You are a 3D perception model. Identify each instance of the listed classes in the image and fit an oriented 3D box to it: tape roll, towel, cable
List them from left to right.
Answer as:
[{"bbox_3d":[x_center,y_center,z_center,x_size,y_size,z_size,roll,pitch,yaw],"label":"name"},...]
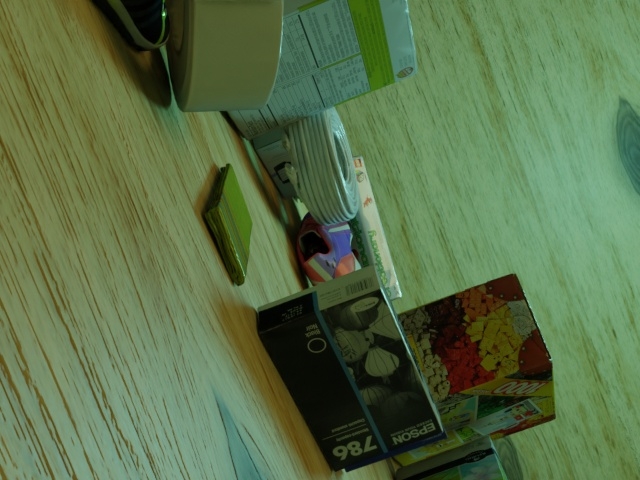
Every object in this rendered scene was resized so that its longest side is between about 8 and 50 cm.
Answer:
[{"bbox_3d":[-0.124,-0.294,1.059,0.286,0.100,0.286,176,-90,-74],"label":"tape roll"},{"bbox_3d":[-0.115,-0.027,1.161,0.237,0.021,0.102,-96,169,-72],"label":"towel"},{"bbox_3d":[0.004,-0.157,1.671,0.257,0.089,0.257,64,17,-46],"label":"cable"}]

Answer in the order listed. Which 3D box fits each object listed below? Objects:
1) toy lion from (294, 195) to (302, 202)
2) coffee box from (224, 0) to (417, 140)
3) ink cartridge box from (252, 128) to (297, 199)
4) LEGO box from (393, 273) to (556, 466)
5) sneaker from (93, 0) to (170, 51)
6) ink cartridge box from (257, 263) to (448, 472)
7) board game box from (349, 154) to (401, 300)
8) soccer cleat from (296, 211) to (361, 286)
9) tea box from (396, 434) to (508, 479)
[{"bbox_3d":[-0.054,-0.130,2.030,0.096,0.034,0.100,76,-5,-74],"label":"toy lion"},{"bbox_3d":[-0.065,-0.421,1.446,0.338,0.335,0.337,57,12,-71],"label":"coffee box"},{"bbox_3d":[-0.079,-0.185,1.763,0.175,0.072,0.127,60,10,-54],"label":"ink cartridge box"},{"bbox_3d":[0.279,0.295,1.868,0.500,0.373,0.193,56,14,-62],"label":"LEGO box"},{"bbox_3d":[-0.189,-0.278,0.973,0.235,0.097,0.084,36,33,-79],"label":"sneaker"},{"bbox_3d":[0.055,0.198,1.188,0.065,0.166,0.332,-102,168,-57],"label":"ink cartridge box"},{"bbox_3d":[0.061,-0.006,1.883,0.193,0.053,0.305,-26,-102,58],"label":"board game box"},{"bbox_3d":[0.000,0.000,1.735,0.116,0.109,0.318,45,14,-27],"label":"soccer cleat"},{"bbox_3d":[0.303,0.608,1.719,0.323,0.220,0.328,-65,133,-83],"label":"tea box"}]
